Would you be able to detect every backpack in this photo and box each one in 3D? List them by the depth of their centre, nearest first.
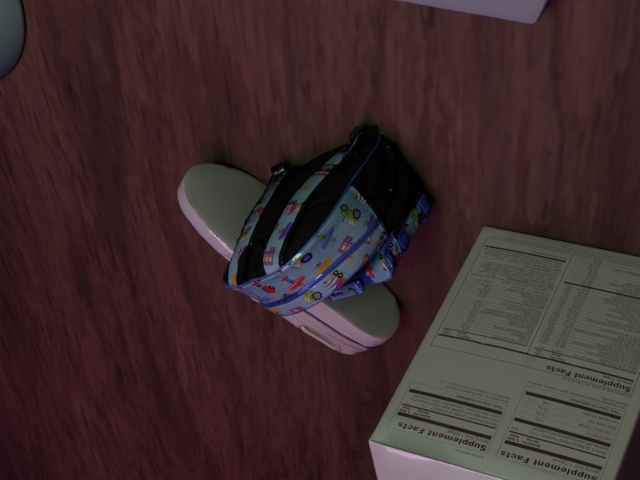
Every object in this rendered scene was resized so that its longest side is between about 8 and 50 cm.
[{"bbox_3d":[0.000,0.000,1.110,0.158,0.173,0.117,-20,119,46],"label":"backpack"}]

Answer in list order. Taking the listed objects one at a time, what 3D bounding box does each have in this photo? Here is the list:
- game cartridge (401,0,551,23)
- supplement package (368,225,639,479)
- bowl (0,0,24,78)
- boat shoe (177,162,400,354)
[{"bbox_3d":[0.088,-0.287,0.822,0.196,0.060,0.294,18,141,24],"label":"game cartridge"},{"bbox_3d":[0.194,0.160,1.075,0.198,0.262,0.199,12,138,25],"label":"supplement package"},{"bbox_3d":[-0.467,-0.231,1.197,0.312,0.163,0.311,19,141,16],"label":"bowl"},{"bbox_3d":[-0.043,0.026,1.246,0.267,0.096,0.088,34,140,-15],"label":"boat shoe"}]
